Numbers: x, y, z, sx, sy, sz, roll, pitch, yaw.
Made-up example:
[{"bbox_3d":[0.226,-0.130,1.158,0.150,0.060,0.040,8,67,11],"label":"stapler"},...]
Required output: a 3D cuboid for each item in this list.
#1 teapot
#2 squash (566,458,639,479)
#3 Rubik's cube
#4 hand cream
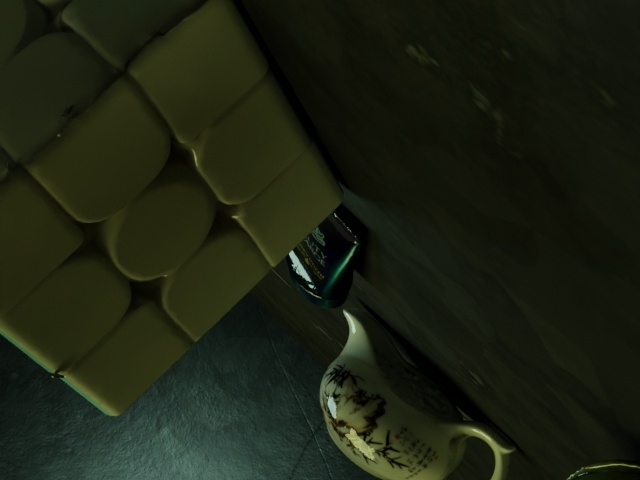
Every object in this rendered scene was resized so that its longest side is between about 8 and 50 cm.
[{"bbox_3d":[0.116,0.228,1.438,0.300,0.166,0.208,31,-176,26],"label":"teapot"},{"bbox_3d":[0.226,0.280,0.818,0.220,0.133,0.220,31,132,43],"label":"squash"},{"bbox_3d":[-0.206,-0.085,0.931,0.290,0.291,0.291,41,172,35],"label":"Rubik's cube"},{"bbox_3d":[0.000,0.000,1.189,0.120,0.061,0.270,49,166,15],"label":"hand cream"}]
